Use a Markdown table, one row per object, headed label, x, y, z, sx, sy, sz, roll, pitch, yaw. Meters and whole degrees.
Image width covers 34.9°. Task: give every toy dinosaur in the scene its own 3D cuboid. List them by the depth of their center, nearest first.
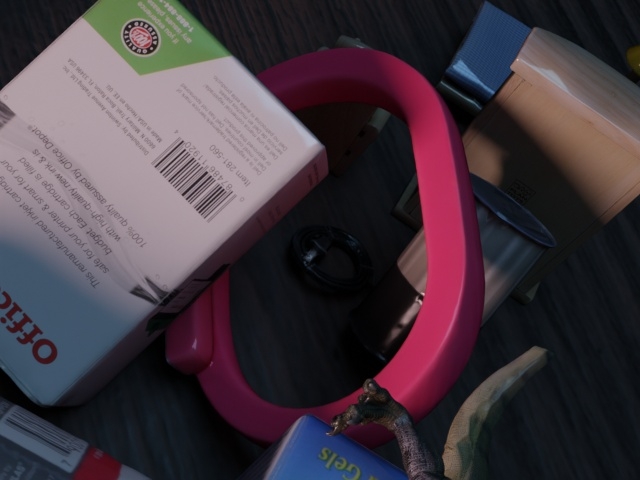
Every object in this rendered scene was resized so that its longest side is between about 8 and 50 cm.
| label | x | y | z | sx | sy | sz | roll | pitch | yaw |
| --- | --- | --- | --- | --- | --- | --- | --- | --- | --- |
| toy dinosaur | 0.048 | 0.138 | 0.494 | 0.118 | 0.064 | 0.268 | 30 | 47 | -13 |

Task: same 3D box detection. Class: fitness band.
| label | x | y | z | sx | sy | sz | roll | pitch | yaw |
| --- | --- | --- | --- | --- | --- | --- | --- | --- | --- |
| fitness band | 0.000 | 0.000 | 0.672 | 0.054 | 0.209 | 0.290 | 50 | 30 | -53 |

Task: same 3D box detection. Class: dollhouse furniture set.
| label | x | y | z | sx | sy | sz | roll | pitch | yaw |
| --- | --- | --- | --- | --- | --- | --- | --- | --- | --- |
| dollhouse furniture set | 0.172 | -0.157 | 0.853 | 0.286 | 0.198 | 0.303 | 34 | 50 | -2 |

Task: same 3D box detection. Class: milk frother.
| label | x | y | z | sx | sy | sz | roll | pitch | yaw |
| --- | --- | --- | --- | --- | --- | --- | --- | --- | --- |
| milk frother | 0.067 | 0.005 | 0.731 | 0.143 | 0.134 | 0.129 | 34 | 17 | -8 |

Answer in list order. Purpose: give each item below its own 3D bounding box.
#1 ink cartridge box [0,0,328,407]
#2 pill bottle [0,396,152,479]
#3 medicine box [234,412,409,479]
| label | x | y | z | sx | sy | sz | roll | pitch | yaw |
| --- | --- | --- | --- | --- | --- | --- | --- | --- | --- |
| ink cartridge box | -0.128 | -0.028 | 0.621 | 0.219 | 0.092 | 0.160 | -43 | 83 | -4 |
| pill bottle | -0.252 | 0.119 | 0.470 | 0.319 | 0.176 | 0.176 | 30 | 50 | -5 |
| medicine box | 0.018 | 0.287 | 0.510 | 0.264 | 0.149 | 0.289 | 33 | 49 | -3 |
